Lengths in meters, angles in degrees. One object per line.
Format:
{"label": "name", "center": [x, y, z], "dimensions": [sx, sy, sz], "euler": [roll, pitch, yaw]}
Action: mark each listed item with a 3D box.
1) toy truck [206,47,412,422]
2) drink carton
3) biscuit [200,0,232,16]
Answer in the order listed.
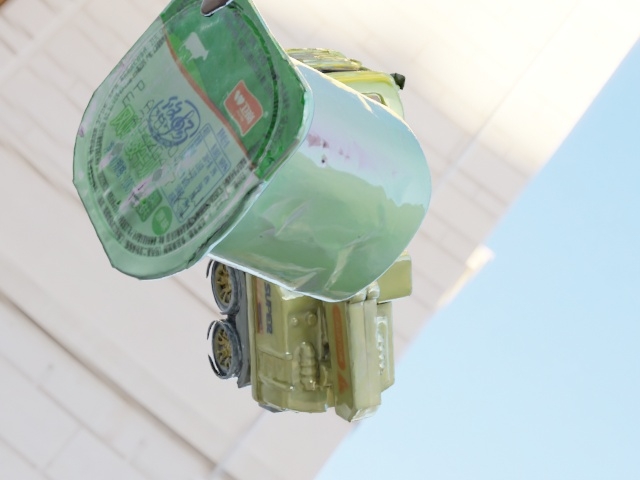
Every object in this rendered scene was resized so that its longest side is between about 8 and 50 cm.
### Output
{"label": "toy truck", "center": [0.000, 0.000, 1.346], "dimensions": [0.157, 0.124, 0.272], "euler": [20, -67, 57]}
{"label": "drink carton", "center": [-0.029, -0.038, 0.974], "dimensions": [0.142, 0.144, 0.146], "euler": [23, 27, -46]}
{"label": "biscuit", "center": [0.060, -0.179, 0.516], "dimensions": [0.054, 0.094, 0.379], "euler": [38, -33, -19]}
